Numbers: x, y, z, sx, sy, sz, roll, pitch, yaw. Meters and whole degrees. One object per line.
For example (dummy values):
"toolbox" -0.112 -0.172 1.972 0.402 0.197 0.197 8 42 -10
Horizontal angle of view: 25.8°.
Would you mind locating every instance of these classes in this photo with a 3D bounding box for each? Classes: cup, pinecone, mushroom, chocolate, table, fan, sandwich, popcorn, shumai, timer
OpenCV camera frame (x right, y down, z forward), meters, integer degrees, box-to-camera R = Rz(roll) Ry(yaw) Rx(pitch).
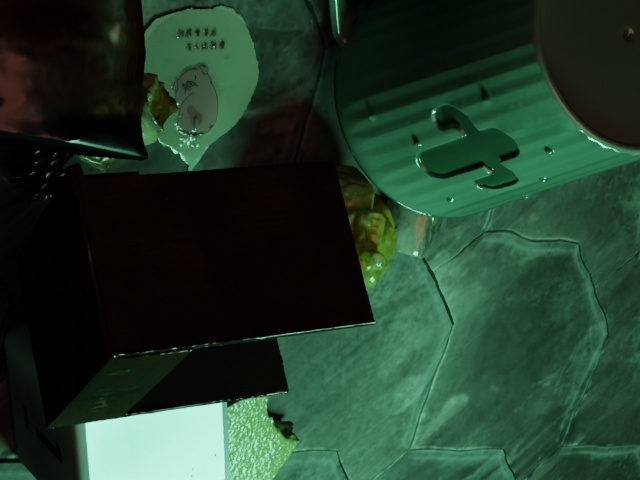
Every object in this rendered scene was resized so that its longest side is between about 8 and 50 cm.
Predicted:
"cup" 0.194 -0.209 1.606 0.400 0.392 0.310 14 78 -26
"pinecone" -0.307 -0.082 1.514 0.077 0.077 0.083 -39 119 -16
"mushroom" 0.151 -0.088 1.864 0.092 0.081 0.223 18 97 -23
"chocolate" -0.323 -0.257 1.268 0.383 0.383 0.331 8 88 -40
"table" -0.135 0.052 1.430 0.282 0.196 0.250 -5 159 -27
"fan" -0.152 -0.124 1.656 0.182 0.010 0.310 -10 116 -34
"sandwich" -0.150 0.261 1.815 0.212 0.063 0.245 -55 133 -8
"popcorn" 0.001 0.001 1.740 0.187 0.167 0.185 -18 156 9
"shumai" -0.219 -0.142 1.512 0.145 0.116 0.146 -29 125 -53
"timer" -0.235 0.196 1.621 0.192 0.195 0.194 -17 120 -31
